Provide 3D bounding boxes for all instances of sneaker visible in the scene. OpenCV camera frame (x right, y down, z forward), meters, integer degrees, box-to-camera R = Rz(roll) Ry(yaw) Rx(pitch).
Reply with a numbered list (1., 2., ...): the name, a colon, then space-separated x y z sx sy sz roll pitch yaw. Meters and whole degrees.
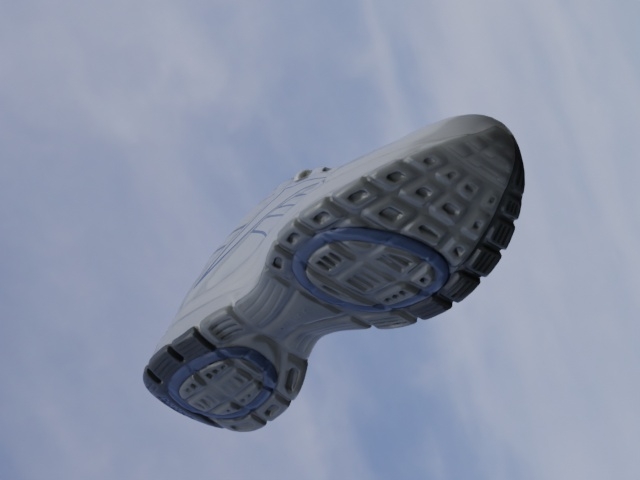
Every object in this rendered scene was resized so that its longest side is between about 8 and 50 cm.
1. sneaker: 0.000 0.000 0.879 0.111 0.297 0.129 36 -139 -25
